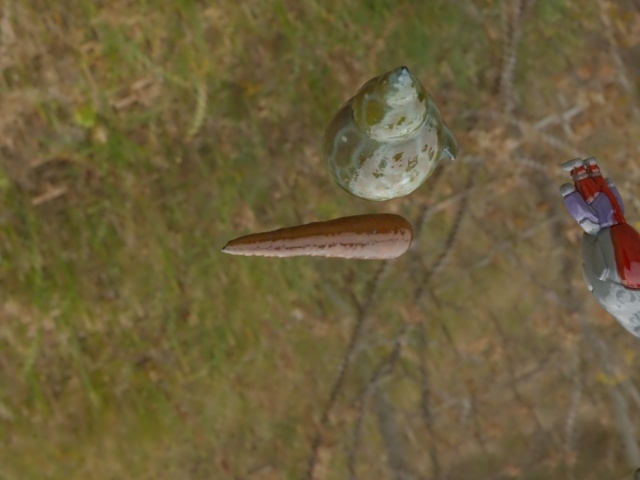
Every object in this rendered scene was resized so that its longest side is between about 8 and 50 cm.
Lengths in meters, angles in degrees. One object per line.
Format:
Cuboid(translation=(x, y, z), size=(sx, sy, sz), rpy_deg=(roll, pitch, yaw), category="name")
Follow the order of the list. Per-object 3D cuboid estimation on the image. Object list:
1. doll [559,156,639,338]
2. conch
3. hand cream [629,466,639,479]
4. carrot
Cuboid(translation=(0.319, 0.017, 1.738), size=(0.075, 0.228, 0.102), rpy_deg=(-26, 170, 41), category="doll")
Cuboid(translation=(0.058, -0.088, 1.410), size=(0.116, 0.106, 0.173), rpy_deg=(-10, 180, 20), category="conch")
Cuboid(translation=(0.276, 0.294, 1.450), size=(0.050, 0.080, 0.234), rpy_deg=(1, 115, -36), category="hand cream")
Cuboid(translation=(0.000, 0.000, 1.564), size=(0.216, 0.048, 0.048), rpy_deg=(-4, 153, -31), category="carrot")
